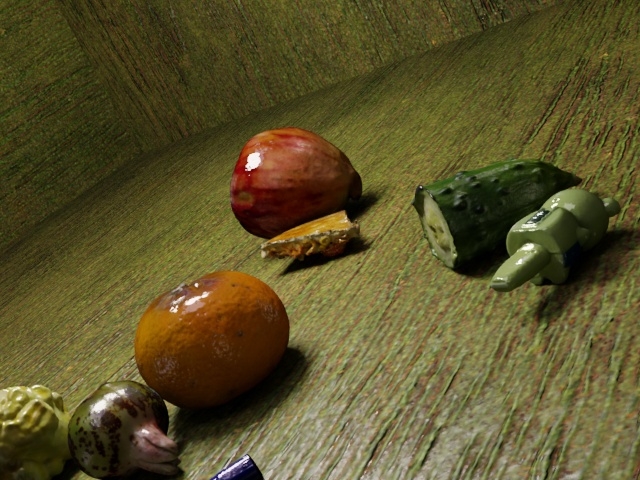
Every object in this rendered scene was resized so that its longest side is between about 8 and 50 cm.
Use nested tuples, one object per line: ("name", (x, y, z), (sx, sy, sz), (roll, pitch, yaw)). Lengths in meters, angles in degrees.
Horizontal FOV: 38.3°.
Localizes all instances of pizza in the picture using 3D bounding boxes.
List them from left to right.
("pizza", (0.000, 0.000, 1.661), (0.201, 0.053, 0.193), (-22, 12, -23))

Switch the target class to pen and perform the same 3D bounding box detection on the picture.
("pen", (-0.187, 0.324, 1.034), (0.269, 0.033, 0.033), (-30, 17, -11))

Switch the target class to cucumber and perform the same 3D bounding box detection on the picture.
("cucumber", (0.267, -0.055, 1.344), (0.244, 0.134, 0.134), (-20, 16, -9))

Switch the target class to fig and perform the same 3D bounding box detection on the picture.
("fig", (-0.060, -0.108, 1.813), (0.263, 0.224, 0.224), (-16, 11, -27))

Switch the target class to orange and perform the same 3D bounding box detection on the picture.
("orange", (-0.155, 0.133, 1.311), (0.224, 0.170, 0.224), (-23, 19, 9))

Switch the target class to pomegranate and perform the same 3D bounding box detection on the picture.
("pomegranate", (-0.250, 0.246, 1.199), (0.163, 0.125, 0.138), (-10, 11, 41))

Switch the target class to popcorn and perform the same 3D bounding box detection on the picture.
("popcorn", (-0.421, 0.282, 1.310), (0.173, 0.173, 0.142), (-33, 26, -20))

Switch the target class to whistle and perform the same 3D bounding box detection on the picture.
("whistle", (0.294, 0.003, 1.174), (0.227, 0.085, 0.105), (-37, 19, -34))
